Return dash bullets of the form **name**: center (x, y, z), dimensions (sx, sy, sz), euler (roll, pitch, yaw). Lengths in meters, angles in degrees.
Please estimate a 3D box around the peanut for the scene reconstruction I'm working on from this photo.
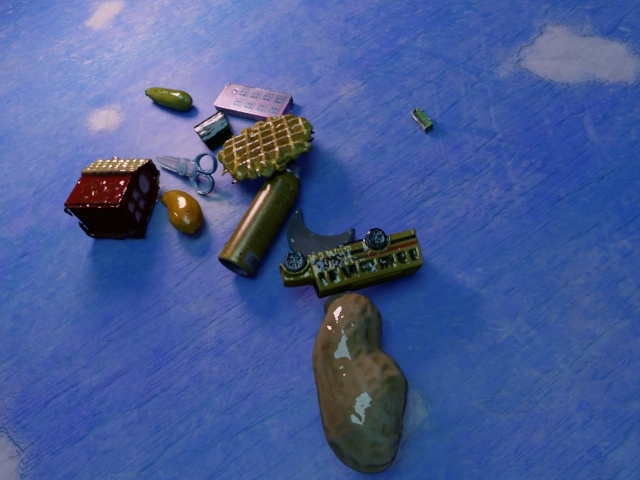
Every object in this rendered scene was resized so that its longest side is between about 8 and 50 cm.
- **peanut**: center (0.081, 0.285, 1.016), dimensions (0.192, 0.169, 0.388), euler (-18, 58, 12)

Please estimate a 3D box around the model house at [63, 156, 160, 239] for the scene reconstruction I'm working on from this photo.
- **model house**: center (-0.600, -0.150, 1.412), dimensions (0.195, 0.160, 0.254), euler (0, 60, 13)

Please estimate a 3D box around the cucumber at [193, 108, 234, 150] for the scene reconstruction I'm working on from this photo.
- **cucumber**: center (-0.342, -0.363, 1.534), dimensions (0.115, 0.062, 0.116), euler (-34, 59, -4)

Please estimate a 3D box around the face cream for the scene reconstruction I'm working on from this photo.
- **face cream**: center (-0.149, -0.071, 1.303), dimensions (0.104, 0.105, 0.349), euler (19, 67, 21)

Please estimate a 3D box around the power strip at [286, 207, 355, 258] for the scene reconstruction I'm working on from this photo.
- **power strip**: center (0.000, 0.000, 1.267), dimensions (0.215, 0.044, 0.137), euler (24, 69, 23)

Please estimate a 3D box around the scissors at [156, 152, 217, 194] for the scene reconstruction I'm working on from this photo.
- **scissors**: center (-0.418, -0.226, 1.472), dimensions (0.255, 0.030, 0.125), euler (19, 105, 31)

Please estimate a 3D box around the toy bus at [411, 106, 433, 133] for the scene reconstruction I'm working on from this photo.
- **toy bus**: center (0.303, -0.359, 1.413), dimensions (0.037, 0.031, 0.083), euler (-33, 59, 4)

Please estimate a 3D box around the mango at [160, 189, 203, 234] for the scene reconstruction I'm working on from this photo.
- **mango**: center (-0.399, -0.086, 1.384), dimensions (0.098, 0.075, 0.190), euler (-31, 53, -16)

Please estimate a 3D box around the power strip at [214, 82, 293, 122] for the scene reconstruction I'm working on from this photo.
- **power strip**: center (-0.220, -0.452, 1.570), dimensions (0.278, 0.038, 0.109), euler (17, 67, 20)

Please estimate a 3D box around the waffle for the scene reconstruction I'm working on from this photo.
- **waffle**: center (-0.169, -0.278, 1.392), dimensions (0.328, 0.062, 0.329), euler (-15, 41, 14)

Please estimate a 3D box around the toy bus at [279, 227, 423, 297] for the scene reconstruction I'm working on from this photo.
- **toy bus**: center (0.072, 0.060, 1.147), dimensions (0.335, 0.121, 0.123), euler (-14, 75, -7)

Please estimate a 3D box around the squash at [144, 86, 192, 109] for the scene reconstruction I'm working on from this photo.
- **squash**: center (-0.526, -0.495, 1.643), dimensions (0.200, 0.066, 0.066), euler (19, 67, 21)
